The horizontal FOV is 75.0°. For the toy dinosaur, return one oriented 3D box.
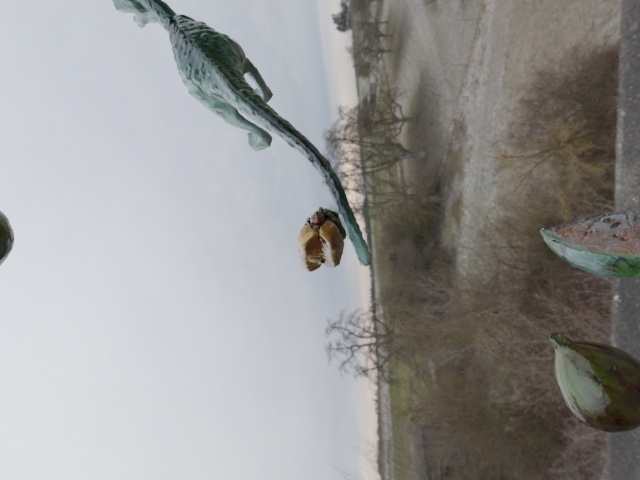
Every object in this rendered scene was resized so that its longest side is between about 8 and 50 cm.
[{"bbox_3d":[-0.061,-0.126,0.397,0.383,0.076,0.129,41,-169,18],"label":"toy dinosaur"}]

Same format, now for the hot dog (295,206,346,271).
[{"bbox_3d":[0.000,0.000,0.445,0.133,0.056,0.041,88,173,-72],"label":"hot dog"}]

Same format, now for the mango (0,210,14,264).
[{"bbox_3d":[-0.397,0.034,0.283,0.193,0.316,0.146,52,152,23],"label":"mango"}]

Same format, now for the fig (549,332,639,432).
[{"bbox_3d":[0.361,0.175,0.548,0.155,0.109,0.103,52,160,1],"label":"fig"}]

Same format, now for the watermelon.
[{"bbox_3d":[0.466,0.007,0.671,0.187,0.139,0.071,27,146,58],"label":"watermelon"}]
